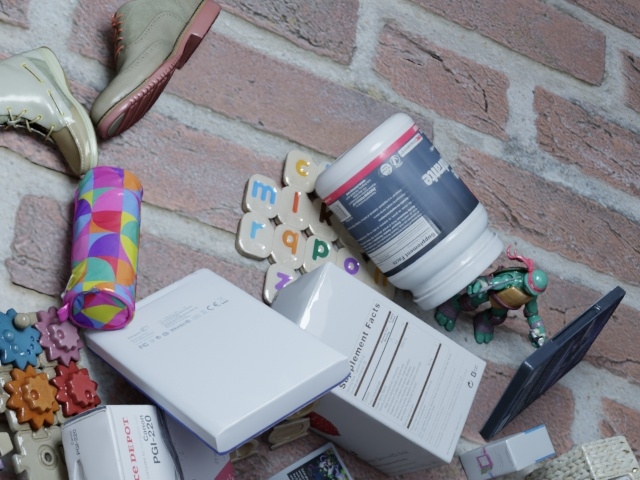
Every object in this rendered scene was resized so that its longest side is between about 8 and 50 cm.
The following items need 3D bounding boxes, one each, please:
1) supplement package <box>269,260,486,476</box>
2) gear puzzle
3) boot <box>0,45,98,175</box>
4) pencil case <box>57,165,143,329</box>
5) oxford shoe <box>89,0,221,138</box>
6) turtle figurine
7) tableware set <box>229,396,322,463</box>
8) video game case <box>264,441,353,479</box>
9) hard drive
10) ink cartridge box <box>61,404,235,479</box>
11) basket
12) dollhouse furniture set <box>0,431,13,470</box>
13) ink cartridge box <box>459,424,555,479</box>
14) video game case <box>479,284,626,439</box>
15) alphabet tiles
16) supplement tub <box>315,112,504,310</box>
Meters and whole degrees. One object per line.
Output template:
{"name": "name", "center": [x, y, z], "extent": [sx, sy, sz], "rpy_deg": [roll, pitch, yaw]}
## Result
{"name": "supplement package", "center": [0.057, 0.194, 1.784], "extent": [0.293, 0.177, 0.175], "rpy_deg": [33, 62, -15]}
{"name": "gear puzzle", "center": [-0.328, 0.240, 1.571], "extent": [0.175, 0.044, 0.338], "rpy_deg": [2, 64, -59]}
{"name": "boot", "center": [-0.421, -0.171, 1.730], "extent": [0.165, 0.077, 0.213], "rpy_deg": [-18, 73, -37]}
{"name": "pencil case", "center": [-0.299, 0.010, 1.683], "extent": [0.104, 0.104, 0.236], "rpy_deg": [20, 47, -23]}
{"name": "oxford shoe", "center": [-0.279, -0.283, 1.857], "extent": [0.130, 0.123, 0.348], "rpy_deg": [36, 43, -8]}
{"name": "turtle figurine", "center": [0.297, 0.099, 1.950], "extent": [0.175, 0.234, 0.118], "rpy_deg": [38, 58, -12]}
{"name": "tableware set", "center": [-0.069, 0.258, 1.697], "extent": [0.141, 0.168, 0.020], "rpy_deg": [-13, 58, -22]}
{"name": "video game case", "center": [-0.003, 0.409, 1.749], "extent": [0.173, 0.022, 0.190], "rpy_deg": [-24, 81, -37]}
{"name": "hard drive", "center": [-0.142, 0.149, 1.618], "extent": [0.210, 0.319, 0.040], "rpy_deg": [-28, 127, -29]}
{"name": "ink cartridge box", "center": [-0.216, 0.297, 1.579], "extent": [0.218, 0.092, 0.158], "rpy_deg": [9, 61, -52]}
{"name": "basket", "center": [0.419, 0.388, 1.938], "extent": [0.113, 0.167, 0.103], "rpy_deg": [-4, 64, -34]}
{"name": "dollhouse furniture set", "center": [-0.436, 0.247, 1.496], "extent": [0.081, 0.114, 0.091], "rpy_deg": [-17, 80, -32]}
{"name": "ink cartridge box", "center": [0.290, 0.335, 1.907], "extent": [0.089, 0.122, 0.052], "rpy_deg": [-14, 80, -36]}
{"name": "video game case", "center": [0.379, 0.197, 1.986], "extent": [0.026, 0.196, 0.274], "rpy_deg": [41, 48, 20]}
{"name": "alphabet tiles", "center": [0.000, 0.000, 1.948], "extent": [0.284, 0.021, 0.278], "rpy_deg": [20, 61, -23]}
{"name": "supplement tub", "center": [0.140, -0.046, 1.922], "extent": [0.272, 0.191, 0.191], "rpy_deg": [50, 51, -4]}
